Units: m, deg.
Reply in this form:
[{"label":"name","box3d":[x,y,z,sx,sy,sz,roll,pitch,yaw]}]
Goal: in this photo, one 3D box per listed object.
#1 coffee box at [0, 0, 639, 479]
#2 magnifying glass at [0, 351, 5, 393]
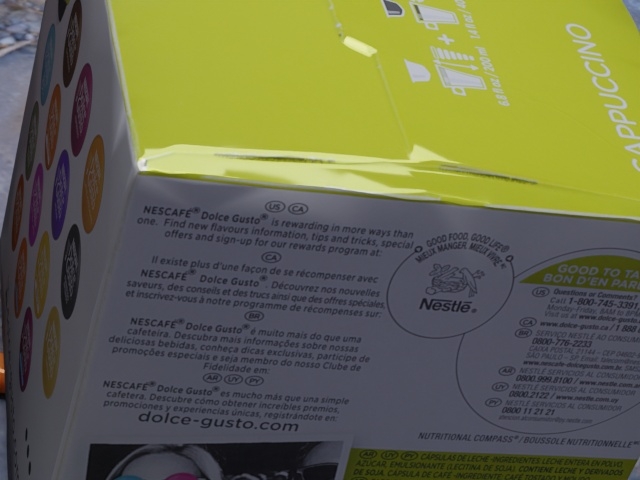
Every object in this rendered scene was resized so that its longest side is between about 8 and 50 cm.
[{"label":"coffee box","box3d":[0.000,0.000,1.084,0.338,0.334,0.337,5,38,-18]},{"label":"magnifying glass","box3d":[-0.296,0.071,1.182,0.231,0.026,0.092,12,37,-3]}]
